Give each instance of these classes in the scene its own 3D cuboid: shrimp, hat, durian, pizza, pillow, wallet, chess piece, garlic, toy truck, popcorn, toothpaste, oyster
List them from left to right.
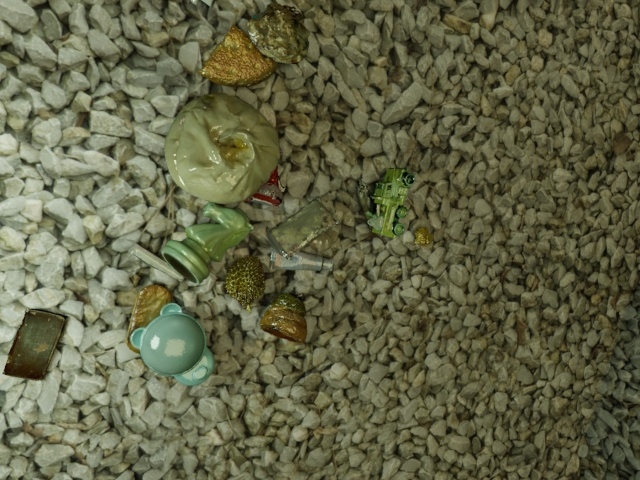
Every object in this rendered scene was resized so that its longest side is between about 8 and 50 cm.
[{"bbox_3d":[-0.902,0.328,1.478,0.122,0.031,0.232,22,93,-26],"label":"wallet"},{"bbox_3d":[-0.368,-0.010,1.563,0.298,0.176,0.175,-49,112,-26],"label":"chess piece"},{"bbox_3d":[-0.271,-0.606,1.542,0.292,0.058,0.197,-19,104,-18],"label":"pizza"},{"bbox_3d":[-0.262,0.162,1.654,0.147,0.102,0.208,-7,105,-25],"label":"durian"},{"bbox_3d":[-0.184,-0.225,1.628,0.140,0.129,0.227,11,76,2],"label":"hat"},{"bbox_3d":[-0.134,-0.686,1.534,0.260,0.092,0.198,-7,87,-34],"label":"oyster"},{"bbox_3d":[-0.070,0.076,1.737,0.234,0.057,0.089,7,94,-15],"label":"toothpaste"},{"bbox_3d":[-0.063,-0.039,1.687,0.255,0.169,0.059,-35,151,-12],"label":"pillow"},{"bbox_3d":[0.002,0.004,1.738,0.113,0.074,0.094,-6,92,-35],"label":"garlic"},{"bbox_3d":[0.218,-0.161,1.807,0.150,0.051,0.217,-34,116,-15],"label":"shrimp"},{"bbox_3d":[0.250,-0.148,1.733,0.135,0.128,0.259,14,94,-24],"label":"toy truck"},{"bbox_3d":[0.411,-0.008,1.901,0.084,0.084,0.084,-3,100,-20],"label":"popcorn"}]

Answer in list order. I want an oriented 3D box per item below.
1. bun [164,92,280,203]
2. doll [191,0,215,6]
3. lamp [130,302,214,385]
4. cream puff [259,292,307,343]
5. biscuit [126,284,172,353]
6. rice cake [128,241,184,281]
[{"bbox_3d":[-0.311,-0.291,1.465,0.365,0.219,0.365,1,84,-9],"label":"bun"},{"bbox_3d":[-0.434,-0.834,1.406,0.290,0.130,0.161,32,89,-16],"label":"doll"},{"bbox_3d":[-0.474,0.364,1.567,0.209,0.147,0.284,-40,118,-16],"label":"lamp"},{"bbox_3d":[-0.114,0.268,1.695,0.183,0.183,0.168,29,68,-22],"label":"cream puff"},{"bbox_3d":[-0.582,0.269,1.589,0.119,0.029,0.247,13,94,-29],"label":"biscuit"},{"bbox_3d":[-0.543,0.075,1.567,0.207,0.036,0.047,34,73,-21],"label":"rice cake"}]
